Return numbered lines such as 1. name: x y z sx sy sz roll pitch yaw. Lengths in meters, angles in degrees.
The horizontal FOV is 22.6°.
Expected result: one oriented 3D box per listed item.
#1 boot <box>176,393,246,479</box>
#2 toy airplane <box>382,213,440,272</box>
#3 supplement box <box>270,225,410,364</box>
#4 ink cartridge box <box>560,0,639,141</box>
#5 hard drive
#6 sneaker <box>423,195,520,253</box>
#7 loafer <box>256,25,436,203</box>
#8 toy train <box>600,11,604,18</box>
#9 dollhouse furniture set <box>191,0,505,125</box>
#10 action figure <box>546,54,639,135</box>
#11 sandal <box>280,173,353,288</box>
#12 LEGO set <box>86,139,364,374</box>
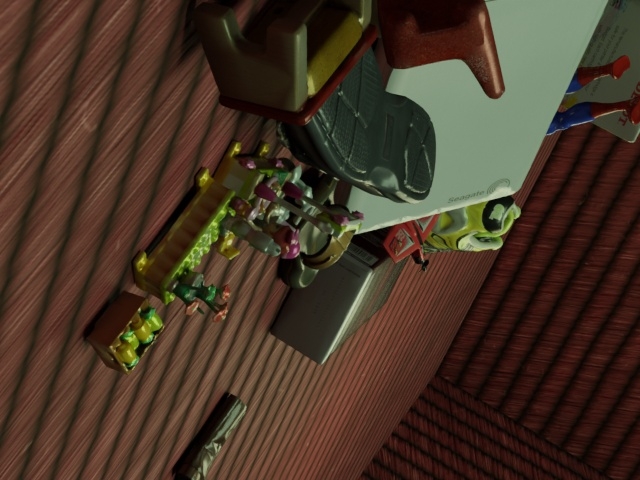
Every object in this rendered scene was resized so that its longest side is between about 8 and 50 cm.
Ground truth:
1. boot: -0.117 0.226 1.738 0.114 0.037 0.106 -60 173 -27
2. toy airplane: 0.085 -0.031 1.779 0.028 0.151 0.151 -17 -165 31
3. supplement box: 0.038 0.038 1.833 0.130 0.073 0.239 -63 168 22
4. ink cartridge box: 0.346 -0.269 1.993 0.168 0.232 0.171 -46 163 -53
5. hard drive: 0.145 -0.151 1.569 0.233 0.047 0.353 -14 147 -24
6. sneaker: 0.180 -0.031 2.117 0.145 0.147 0.384 -62 171 2
7. loafer: 0.003 -0.093 1.229 0.302 0.095 0.109 35 62 -64
8. toy train: 0.222 -0.247 1.767 0.190 0.142 0.334 -55 175 39
9. dollhouse furniture set: 0.108 -0.181 1.072 0.374 0.201 0.152 -53 145 -35
10. action figure: 0.217 -0.131 1.843 0.280 0.091 0.139 -10 -156 38
11. sandal: 0.000 0.000 1.574 0.090 0.060 0.219 -55 169 -22
12. LEGO set: -0.053 0.011 1.214 0.287 0.107 0.132 -44 161 -57
